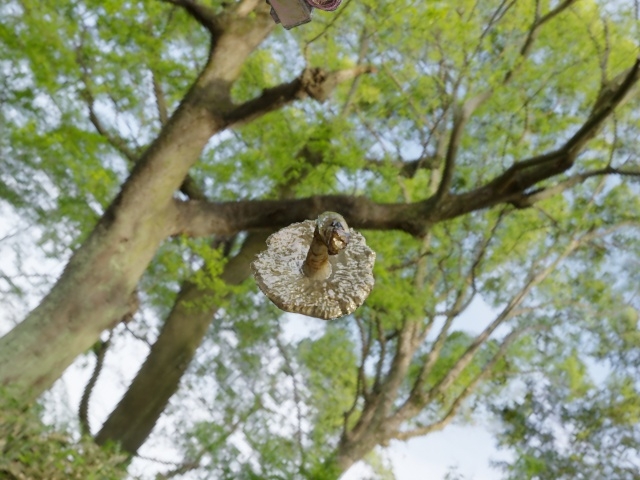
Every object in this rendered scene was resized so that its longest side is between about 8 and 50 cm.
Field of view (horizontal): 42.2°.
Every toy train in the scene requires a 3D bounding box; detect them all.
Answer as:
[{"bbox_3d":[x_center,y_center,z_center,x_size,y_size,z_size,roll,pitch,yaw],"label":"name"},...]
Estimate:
[{"bbox_3d":[-0.054,-0.569,1.716,0.178,0.134,0.261,-15,-44,20],"label":"toy train"}]

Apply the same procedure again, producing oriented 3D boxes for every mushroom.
[{"bbox_3d":[0.025,0.015,1.511,0.208,0.233,0.302,22,-38,-27],"label":"mushroom"}]
